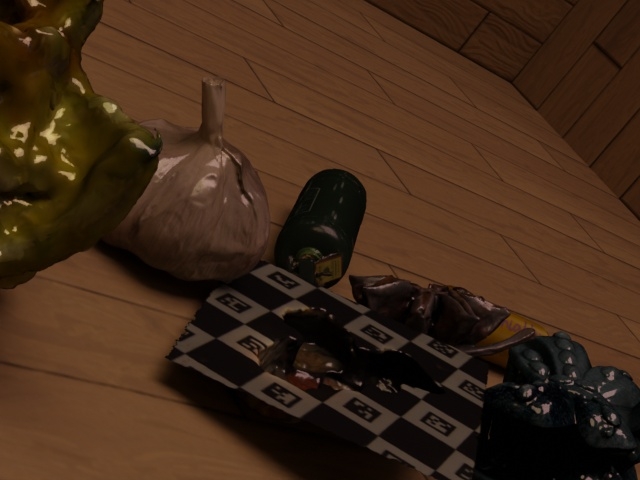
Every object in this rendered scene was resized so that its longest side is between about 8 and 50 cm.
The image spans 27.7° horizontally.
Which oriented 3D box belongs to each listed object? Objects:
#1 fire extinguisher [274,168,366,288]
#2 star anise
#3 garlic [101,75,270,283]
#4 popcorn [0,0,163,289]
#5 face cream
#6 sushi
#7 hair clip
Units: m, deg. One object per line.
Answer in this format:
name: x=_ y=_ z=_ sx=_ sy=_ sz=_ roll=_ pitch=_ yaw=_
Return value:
fire extinguisher: x=0.000 y=0.000 z=1.651 sx=0.095 sy=0.114 sz=0.311 roll=0 pitch=17 yaw=8
star anise: x=0.139 y=0.095 z=1.597 sx=0.231 sy=0.089 sz=0.209 roll=21 pitch=10 yaw=22
garlic: x=-0.133 y=-0.076 z=1.386 sx=0.218 sy=0.212 sz=0.218 roll=22 pitch=25 yaw=-11
popcorn: x=-0.281 y=-0.072 z=1.023 sx=0.325 sy=0.290 sz=0.321 roll=17 pitch=36 yaw=5
face cream: x=0.262 y=0.140 z=1.818 sx=0.273 sy=0.078 sz=0.078 roll=24 pitch=24 yaw=-35
sushi: x=0.014 y=0.153 z=1.365 sx=0.320 sy=0.069 sz=0.339 roll=24 pitch=19 yaw=1
hair clip: x=0.294 y=0.224 z=1.538 sx=0.206 sy=0.194 sz=0.310 roll=14 pitch=15 yaw=17
